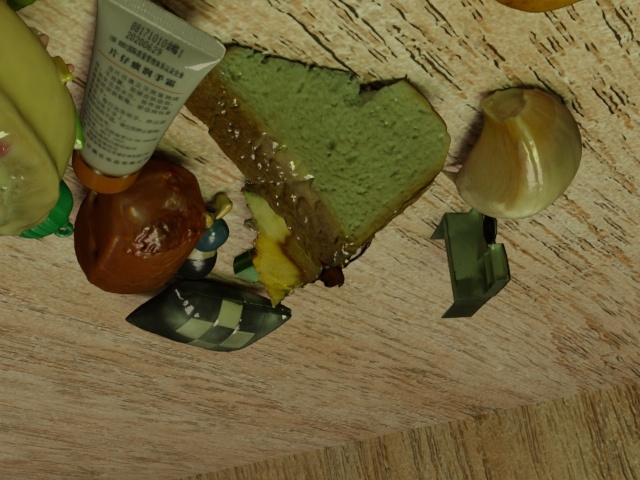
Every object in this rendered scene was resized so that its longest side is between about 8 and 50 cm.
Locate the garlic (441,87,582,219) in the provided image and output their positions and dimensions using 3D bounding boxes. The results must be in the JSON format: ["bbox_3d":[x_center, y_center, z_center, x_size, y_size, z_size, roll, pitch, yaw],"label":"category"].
[{"bbox_3d":[0.256,-0.109,1.357,0.164,0.145,0.245,29,154,-1],"label":"garlic"}]

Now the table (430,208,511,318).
[{"bbox_3d":[0.235,0.028,1.618,0.062,0.146,0.175,-1,157,-11],"label":"table"}]

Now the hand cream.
[{"bbox_3d":[-0.216,-0.161,1.127,0.139,0.089,0.314,29,148,-11],"label":"hand cream"}]

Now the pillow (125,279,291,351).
[{"bbox_3d":[-0.202,0.133,1.811,0.249,0.106,0.186,17,147,-36],"label":"pillow"}]

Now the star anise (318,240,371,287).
[{"bbox_3d":[-0.004,0.005,1.638,0.140,0.144,0.158,-46,-177,-26],"label":"star anise"}]

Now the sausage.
[{"bbox_3d":[-0.250,-0.014,1.382,0.141,0.153,0.268,-11,164,-28],"label":"sausage"}]

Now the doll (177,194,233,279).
[{"bbox_3d":[-0.185,-0.005,1.515,0.102,0.089,0.179,-35,162,-43],"label":"doll"}]

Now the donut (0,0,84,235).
[{"bbox_3d":[-0.368,-0.130,0.912,0.371,0.150,0.307,10,149,33],"label":"donut"}]

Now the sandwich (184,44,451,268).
[{"bbox_3d":[0.005,-0.137,1.207,0.254,0.288,0.099,-45,-173,-32],"label":"sandwich"}]

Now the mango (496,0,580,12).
[{"bbox_3d":[0.233,-0.277,0.974,0.164,0.089,0.115,-10,148,1],"label":"mango"}]

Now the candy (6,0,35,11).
[{"bbox_3d":[-0.290,-0.245,0.905,0.209,0.097,0.096,-17,156,40],"label":"candy"}]

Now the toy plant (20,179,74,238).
[{"bbox_3d":[-0.400,-0.053,1.293,0.142,0.105,0.200,-23,135,12],"label":"toy plant"}]

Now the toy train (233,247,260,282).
[{"bbox_3d":[-0.103,0.039,1.697,0.056,0.038,0.093,19,147,-41],"label":"toy train"}]

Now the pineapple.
[{"bbox_3d":[-0.036,-0.036,1.488,0.164,0.140,0.250,35,135,4],"label":"pineapple"}]
